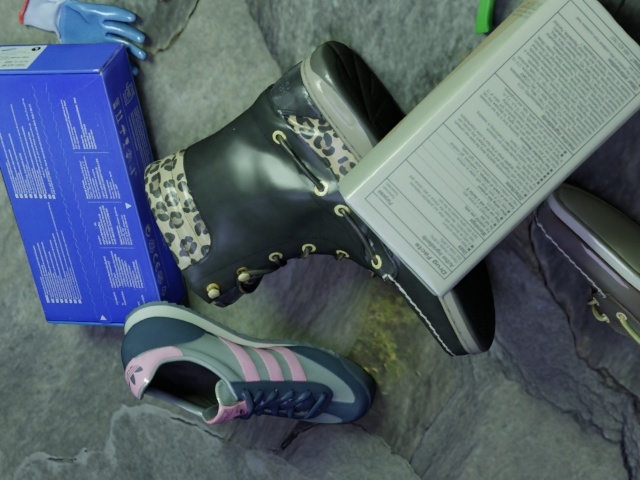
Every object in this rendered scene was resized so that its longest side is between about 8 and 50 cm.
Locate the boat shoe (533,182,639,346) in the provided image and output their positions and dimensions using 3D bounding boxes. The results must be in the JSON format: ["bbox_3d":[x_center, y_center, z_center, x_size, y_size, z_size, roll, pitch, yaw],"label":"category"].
[{"bbox_3d":[0.348,0.064,1.752,0.324,0.116,0.097,36,122,-11],"label":"boat shoe"}]

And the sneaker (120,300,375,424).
[{"bbox_3d":[-0.085,0.179,1.920,0.319,0.131,0.112,16,126,-14],"label":"sneaker"}]

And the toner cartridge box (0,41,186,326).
[{"bbox_3d":[-0.276,-0.060,1.901,0.165,0.075,0.348,2,124,19],"label":"toner cartridge box"}]

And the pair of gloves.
[{"bbox_3d":[-0.251,-0.277,1.807,0.159,0.023,0.198,25,125,3],"label":"pair of gloves"}]

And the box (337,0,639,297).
[{"bbox_3d":[0.175,-0.106,1.622,0.311,0.121,0.148,-43,100,5],"label":"box"}]

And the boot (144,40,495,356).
[{"bbox_3d":[0.000,0.000,1.805,0.284,0.138,0.377,-27,105,25],"label":"boot"}]

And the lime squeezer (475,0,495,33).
[{"bbox_3d":[0.153,-0.354,1.610,0.110,0.059,0.310,13,133,55],"label":"lime squeezer"}]
